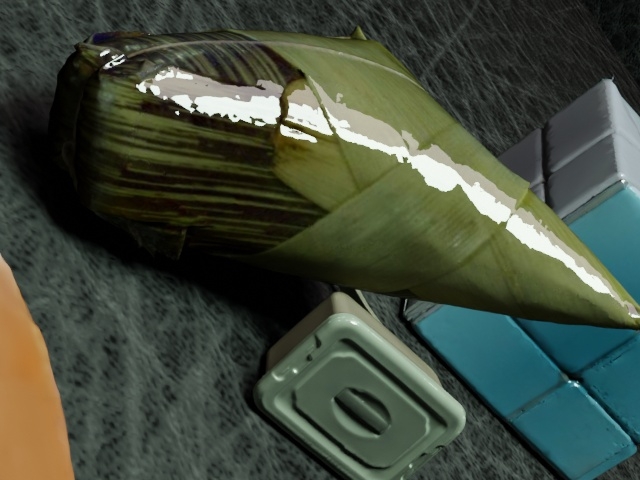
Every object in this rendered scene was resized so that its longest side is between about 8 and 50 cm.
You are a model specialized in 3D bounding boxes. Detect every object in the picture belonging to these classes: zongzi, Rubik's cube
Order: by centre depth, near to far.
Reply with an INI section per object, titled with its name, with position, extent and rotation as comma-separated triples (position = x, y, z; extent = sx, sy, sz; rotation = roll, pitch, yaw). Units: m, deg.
[zongzi]
position = 0.021, -0.022, 0.777
extent = 0.317, 0.154, 0.289
rotation = 34, 27, 33
[Rubik's cube]
position = 0.236, 0.032, 1.096
extent = 0.231, 0.225, 0.221
rotation = 45, 25, -14

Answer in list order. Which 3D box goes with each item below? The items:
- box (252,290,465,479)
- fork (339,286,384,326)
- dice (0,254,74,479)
[box]
position = 0.023, 0.096, 0.812
extent = 0.122, 0.089, 0.062
rotation = 41, 15, -21
[fork]
position = 0.003, -0.001, 0.973
extent = 0.219, 0.034, 0.028
rotation = 55, 33, 8
[dice]
position = -0.187, 0.078, 0.360
extent = 0.175, 0.174, 0.179
rotation = 23, 35, -49
